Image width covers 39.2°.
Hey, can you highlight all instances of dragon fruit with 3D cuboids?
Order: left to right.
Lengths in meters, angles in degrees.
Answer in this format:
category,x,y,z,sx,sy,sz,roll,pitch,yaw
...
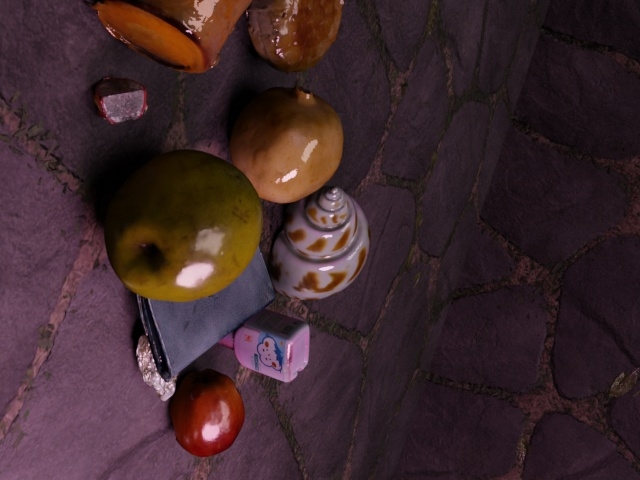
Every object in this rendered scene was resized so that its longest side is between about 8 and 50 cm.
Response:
category,x,y,z,sx,sy,sz,roll,pitch,yaw
dragon fruit,-0.314,-0.217,1.388,0.083,0.060,0.056,-22,137,-28

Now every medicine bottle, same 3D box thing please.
category,x,y,z,sx,sy,sz,roll,pitch,yaw
medicine bottle,-0.124,0.213,1.913,0.094,0.188,0.119,-41,140,-51

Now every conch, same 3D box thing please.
category,x,y,z,sx,sy,sz,roll,pitch,yaw
conch,0.000,0.001,2.053,0.249,0.197,0.368,-38,136,-22

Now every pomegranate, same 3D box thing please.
category,x,y,z,sx,sy,sz,roll,pitch,yaw
pomegranate,-0.068,-0.188,1.750,0.233,0.233,0.233,-45,144,-48

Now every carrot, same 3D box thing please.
category,x,y,z,sx,sy,sz,roll,pitch,yaw
carrot,-0.173,-0.439,1.344,0.340,0.224,0.224,-64,155,-13

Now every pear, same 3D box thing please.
category,x,y,z,sx,sy,sz,roll,pitch,yaw
pear,-0.220,-0.025,1.492,0.307,0.253,0.252,-29,131,-67

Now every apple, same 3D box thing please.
category,x,y,z,sx,sy,sz,roll,pitch,yaw
apple,-0.229,0.349,1.836,0.156,0.147,0.158,-22,126,-35

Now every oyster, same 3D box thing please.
category,x,y,z,sx,sy,sz,roll,pitch,yaw
oyster,-0.299,0.212,1.693,0.125,0.064,0.177,-52,147,-32

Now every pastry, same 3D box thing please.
category,x,y,z,sx,sy,sz,roll,pitch,yaw
pastry,-0.054,-0.446,1.733,0.236,0.121,0.256,-41,143,-44

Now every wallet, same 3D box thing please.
category,x,y,z,sx,sy,sz,roll,pitch,yaw
wallet,-0.215,0.104,1.736,0.379,0.046,0.190,-36,114,-56
